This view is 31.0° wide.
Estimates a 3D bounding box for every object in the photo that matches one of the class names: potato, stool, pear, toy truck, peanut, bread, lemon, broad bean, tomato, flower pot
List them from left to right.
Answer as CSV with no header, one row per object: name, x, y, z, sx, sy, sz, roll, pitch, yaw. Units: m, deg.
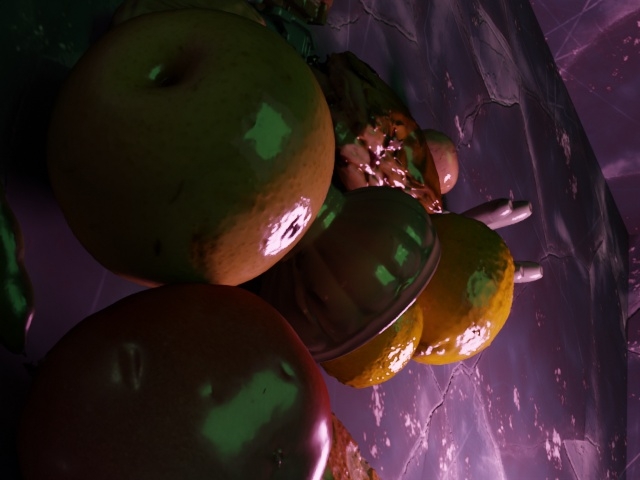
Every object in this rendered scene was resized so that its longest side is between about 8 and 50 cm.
broad bean,-0.354,0.005,1.262,0.065,0.046,0.254,-22,98,-56
tomato,-0.149,0.210,1.259,0.341,0.273,0.341,-23,125,-38
peanut,-0.182,-0.282,1.618,0.313,0.149,0.149,-30,107,-58
pear,-0.152,-0.104,1.367,0.348,0.348,0.348,33,51,-55
toy truck,-0.103,-0.409,1.824,0.338,0.133,0.184,24,78,-62
flower pot,0.000,0.000,1.713,0.244,0.307,0.307,49,36,-18
lemon,0.075,0.144,1.896,0.180,0.193,0.180,49,21,-25
bread,0.095,-0.160,1.982,0.277,0.167,0.324,-112,177,-50
potato,0.239,-0.168,2.434,0.112,0.112,0.147,-49,131,-58
lemon,0.224,0.093,2.135,0.268,0.268,0.322,55,52,-40
stool,0.353,0.016,2.482,0.195,0.199,0.195,1,81,-64

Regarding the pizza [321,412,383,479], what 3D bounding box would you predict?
pizza,0.037,0.464,1.771,0.406,0.130,0.440,30,43,-57
